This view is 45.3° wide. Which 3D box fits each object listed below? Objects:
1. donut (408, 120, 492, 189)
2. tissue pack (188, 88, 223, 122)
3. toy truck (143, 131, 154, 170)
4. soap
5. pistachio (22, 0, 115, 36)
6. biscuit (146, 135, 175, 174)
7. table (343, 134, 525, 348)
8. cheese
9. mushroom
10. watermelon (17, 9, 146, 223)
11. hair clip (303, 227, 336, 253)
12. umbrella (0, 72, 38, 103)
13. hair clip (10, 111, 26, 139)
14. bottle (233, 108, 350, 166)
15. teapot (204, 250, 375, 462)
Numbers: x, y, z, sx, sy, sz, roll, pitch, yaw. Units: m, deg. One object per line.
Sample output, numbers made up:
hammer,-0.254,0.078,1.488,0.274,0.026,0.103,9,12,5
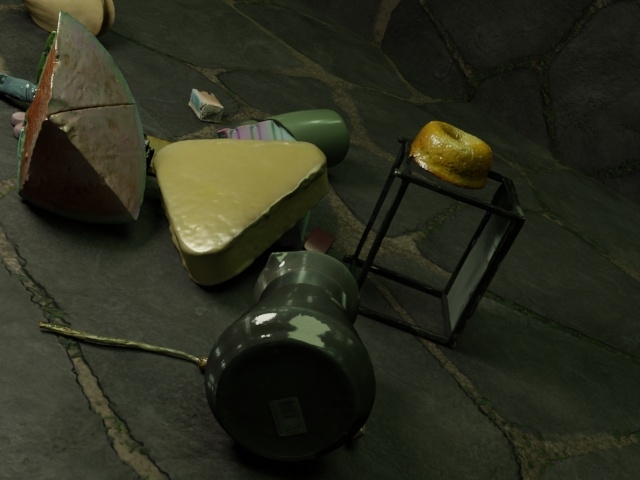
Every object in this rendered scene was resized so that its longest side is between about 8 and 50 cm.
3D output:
donut,0.272,-0.180,1.549,0.174,0.074,0.190,31,28,16
tissue pack,-0.326,-0.383,2.191,0.074,0.058,0.094,4,33,-37
toy truck,-0.491,-0.193,1.645,0.257,0.127,0.127,14,67,-14
soap,-0.125,-0.133,1.764,0.193,0.109,0.323,-12,49,-1
pistachio,-0.765,-0.735,2.287,0.321,0.238,0.229,43,33,-7
biscuit,-0.356,-0.191,1.859,0.255,0.029,0.172,16,29,-16
table,0.223,0.002,1.635,0.272,0.335,0.222,21,27,-4
cheese,-0.211,-0.106,1.608,0.384,0.104,0.384,-5,44,4
mushroom,-0.314,0.171,1.258,0.286,0.028,0.025,17,70,-12
watermelon,-0.502,-0.214,1.496,0.319,0.222,0.292,52,29,-50
hair clip,0.001,-0.001,1.806,0.054,0.022,0.137,29,28,4
umbrella,-0.705,-0.356,1.805,0.250,0.053,0.052,19,16,20
hair clip,-0.577,-0.259,1.770,0.257,0.075,0.146,6,36,-22
bottle,-0.088,-0.260,2.053,0.347,0.168,0.168,-14,45,-44
teapot,-0.022,0.186,1.250,0.300,0.253,0.344,54,17,-15
